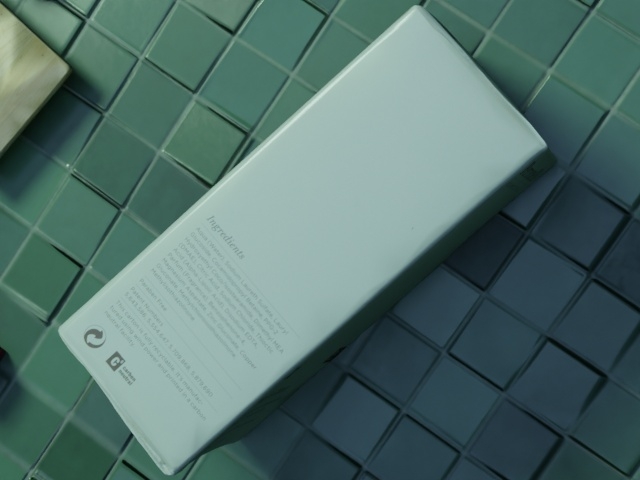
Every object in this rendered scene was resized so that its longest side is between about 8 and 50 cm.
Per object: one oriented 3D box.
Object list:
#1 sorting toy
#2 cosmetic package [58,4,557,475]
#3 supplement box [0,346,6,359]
[{"bbox_3d":[-0.313,-0.140,1.376,0.132,0.046,0.274,42,97,7],"label":"sorting toy"},{"bbox_3d":[0.000,0.000,1.237,0.385,0.217,0.156,-40,83,10],"label":"cosmetic package"},{"bbox_3d":[-0.337,0.095,1.378,0.083,0.055,0.043,36,96,7],"label":"supplement box"}]
